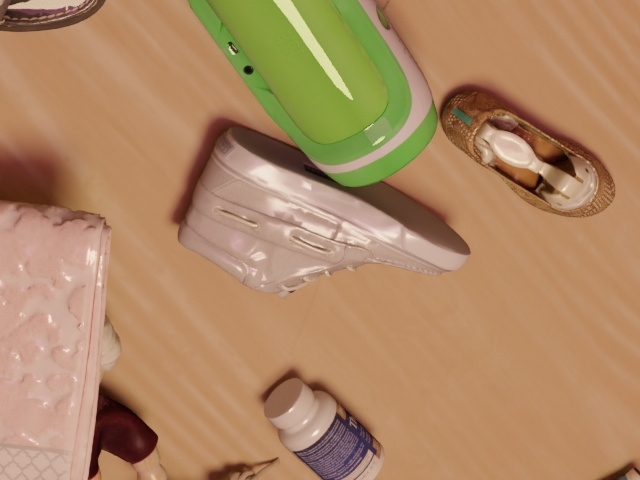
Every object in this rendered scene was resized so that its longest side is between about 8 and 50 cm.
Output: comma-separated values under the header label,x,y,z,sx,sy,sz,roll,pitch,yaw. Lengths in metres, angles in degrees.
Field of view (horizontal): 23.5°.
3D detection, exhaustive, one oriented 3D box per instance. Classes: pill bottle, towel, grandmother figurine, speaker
label,x,y,z,sx,sy,sz,roll,pitch,yaw
pill bottle,0.002,0.188,1.487,0.067,0.067,0.120,-42,117,5
towel,-0.354,0.104,1.310,0.332,0.053,0.317,8,111,0
grandmother figurine,-0.242,0.207,1.414,0.208,0.104,0.342,-1,116,-24
speaker,-0.020,-0.187,1.286,0.131,0.131,0.296,-35,117,2

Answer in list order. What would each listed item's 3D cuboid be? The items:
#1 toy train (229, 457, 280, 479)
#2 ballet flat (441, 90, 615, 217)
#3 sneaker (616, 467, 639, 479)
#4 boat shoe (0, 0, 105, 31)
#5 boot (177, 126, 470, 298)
label,x,y,z,sx,sy,sz,roll,pitch,yaw
toy train,-0.130,0.319,1.480,0.105,0.248,0.143,40,133,13
ballet flat,0.201,-0.068,1.430,0.206,0.067,0.073,25,103,-24
sneaker,0.326,0.336,1.648,0.083,0.071,0.191,-18,108,0
boat shoe,-0.322,-0.230,1.200,0.335,0.095,0.112,15,108,-21
boot,0.000,0.000,1.402,0.258,0.095,0.123,24,111,-15
